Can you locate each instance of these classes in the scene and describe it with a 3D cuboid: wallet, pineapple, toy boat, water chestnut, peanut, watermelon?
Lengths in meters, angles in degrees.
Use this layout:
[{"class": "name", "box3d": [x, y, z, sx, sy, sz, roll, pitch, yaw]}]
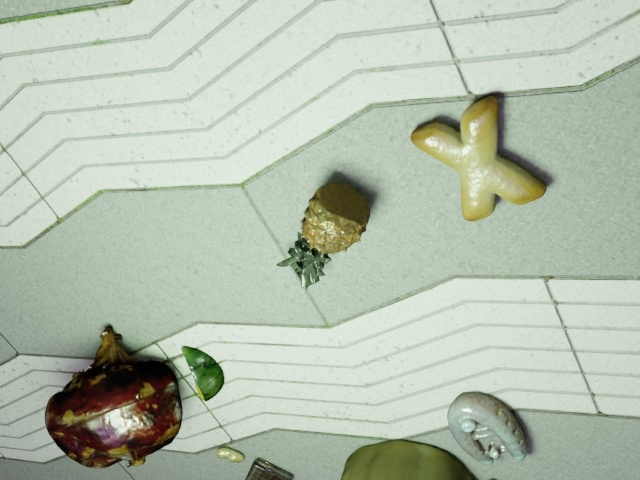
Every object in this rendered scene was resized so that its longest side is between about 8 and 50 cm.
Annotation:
[{"class": "wallet", "box3d": [-0.165, 0.717, 2.155, 0.124, 0.042, 0.230, 26, 131, 2]}, {"class": "pineapple", "box3d": [0.001, 0.000, 1.438, 0.128, 0.128, 0.248, 30, 137, -5]}, {"class": "toy boat", "box3d": [0.372, 0.440, 1.683, 0.155, 0.085, 0.227, -17, 121, 33]}, {"class": "water chestnut", "box3d": [-0.520, 0.392, 1.872, 0.335, 0.335, 0.347, -11, 94, 29]}, {"class": "peanut", "box3d": [-0.257, 0.606, 2.102, 0.083, 0.037, 0.037, 12, 132, 7]}, {"class": "watermelon", "box3d": [-0.289, 0.344, 1.896, 0.092, 0.075, 0.181, 42, 152, 50]}]

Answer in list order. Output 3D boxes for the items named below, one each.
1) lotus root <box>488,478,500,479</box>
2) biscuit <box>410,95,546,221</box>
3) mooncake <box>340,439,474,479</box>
[{"class": "lotus root", "box3d": [0.477, 0.675, 1.838, 0.159, 0.095, 0.135, 16, 136, 16]}, {"class": "biscuit", "box3d": [0.271, -0.131, 1.269, 0.164, 0.047, 0.208, -22, 117, 33]}, {"class": "mooncake", "box3d": [0.214, 0.691, 1.879, 0.378, 0.201, 0.378, 11, 131, 13]}]
